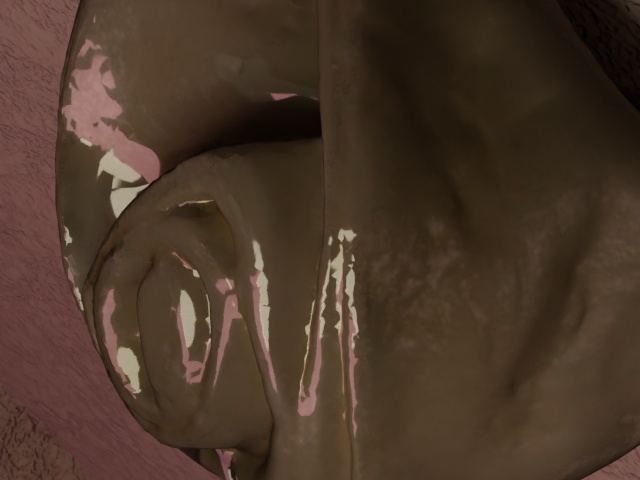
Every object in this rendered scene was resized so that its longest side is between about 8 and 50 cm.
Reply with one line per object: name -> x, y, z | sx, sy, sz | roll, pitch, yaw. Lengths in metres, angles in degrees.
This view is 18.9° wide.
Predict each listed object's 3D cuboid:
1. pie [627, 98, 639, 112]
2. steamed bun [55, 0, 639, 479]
pie -> 0.163, -0.043, 0.996 | 0.084, 0.020, 0.084 | 36, 160, 16
steamed bun -> 0.000, 0.000, 0.977 | 0.368, 0.255, 0.342 | 46, 157, 18
